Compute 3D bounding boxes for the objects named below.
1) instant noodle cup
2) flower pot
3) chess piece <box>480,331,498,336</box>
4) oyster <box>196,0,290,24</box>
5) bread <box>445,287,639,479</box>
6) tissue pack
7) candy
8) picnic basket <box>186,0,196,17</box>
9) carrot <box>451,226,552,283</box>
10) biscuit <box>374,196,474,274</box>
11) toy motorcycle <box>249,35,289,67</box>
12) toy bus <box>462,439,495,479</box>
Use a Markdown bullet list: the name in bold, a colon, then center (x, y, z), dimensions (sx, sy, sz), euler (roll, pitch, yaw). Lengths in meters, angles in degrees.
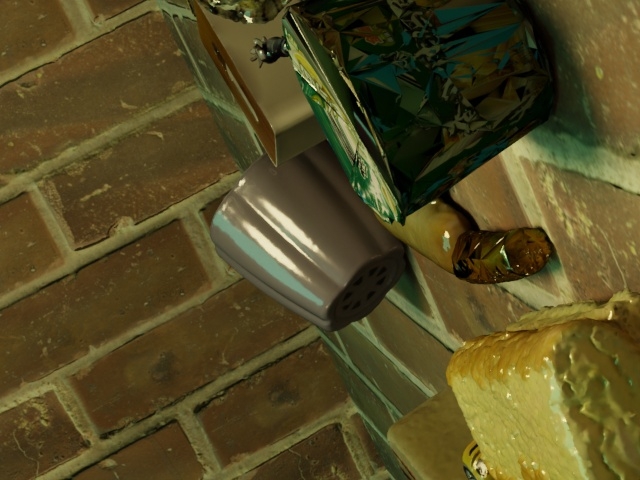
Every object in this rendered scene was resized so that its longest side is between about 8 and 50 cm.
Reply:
- **instant noodle cup**: center (0.092, -0.150, 1.231), dimensions (0.240, 0.178, 0.240), euler (60, 172, 15)
- **flower pot**: center (0.000, 0.000, 2.158), dimensions (0.243, 0.265, 0.265), euler (42, 164, 24)
- **chess piece**: center (0.250, 0.152, 1.724), dimensions (0.059, 0.059, 0.149), euler (63, 165, -11)
- **oyster**: center (-0.115, -0.426, 1.578), dimensions (0.158, 0.162, 0.350), euler (-124, 21, -52)
- **bread**: center (0.264, 0.182, 1.326), dimensions (0.236, 0.165, 0.375), euler (63, 171, 3)
- **tissue pack**: center (-0.067, -0.261, 1.976), dimensions (0.246, 0.136, 0.159), euler (59, 171, 14)
- **candy**: center (0.238, 0.343, 1.969), dimensions (0.135, 0.179, 0.320), euler (65, 172, -32)
- **picnic basket**: center (-0.155, -0.405, 2.098), dimensions (0.079, 0.115, 0.164), euler (59, 172, 0)
- **carrot**: center (0.200, 0.017, 1.532), dimensions (0.069, 0.069, 0.229), euler (62, 170, -3)
- **biscuit**: center (0.110, -0.079, 1.766), dimensions (0.236, 0.062, 0.291), euler (66, 169, -23)
- **toy motorcycle**: center (0.016, -0.224, 1.615), dimensions (0.207, 0.134, 0.401), euler (64, 170, -17)
- **toy bus**: center (0.318, 0.376, 1.727), dimensions (0.331, 0.145, 0.151), euler (62, 171, -19)
